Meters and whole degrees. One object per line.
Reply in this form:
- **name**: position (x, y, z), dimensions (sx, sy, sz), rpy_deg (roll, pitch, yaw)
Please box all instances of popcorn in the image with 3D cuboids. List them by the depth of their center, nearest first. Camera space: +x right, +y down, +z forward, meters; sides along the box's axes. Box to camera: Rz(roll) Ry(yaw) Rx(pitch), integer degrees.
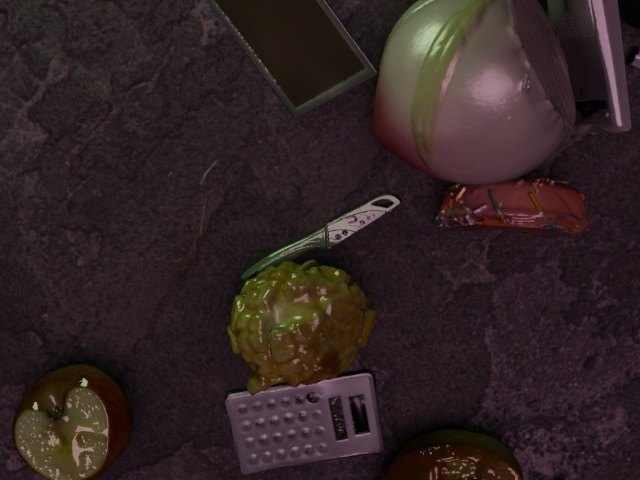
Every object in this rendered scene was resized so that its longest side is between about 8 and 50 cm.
- **popcorn**: position (-0.030, 0.139, 1.499), dimensions (0.235, 0.181, 0.217), rpy_deg (1, 99, -34)

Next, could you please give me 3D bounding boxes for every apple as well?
- **apple**: position (-0.401, 0.295, 1.545), dimensions (0.195, 0.160, 0.173), rpy_deg (-29, 109, 4)

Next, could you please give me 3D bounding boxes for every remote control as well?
- **remote control**: position (0.379, -0.306, 1.389), dimensions (0.055, 0.109, 0.313), rpy_deg (-24, 108, -39)

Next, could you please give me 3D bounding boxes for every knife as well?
- **knife**: position (0.000, -0.001, 1.549), dimensions (0.293, 0.020, 0.043), rpy_deg (-30, 103, 5)

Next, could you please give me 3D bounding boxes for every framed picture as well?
- **framed picture**: position (-0.055, -0.318, 1.387), dimensions (0.274, 0.217, 0.017), rpy_deg (54, 55, -15)

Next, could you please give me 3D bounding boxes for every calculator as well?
- **calculator**: position (-0.023, 0.313, 1.636), dimensions (0.261, 0.021, 0.161), rpy_deg (-10, 106, 1)

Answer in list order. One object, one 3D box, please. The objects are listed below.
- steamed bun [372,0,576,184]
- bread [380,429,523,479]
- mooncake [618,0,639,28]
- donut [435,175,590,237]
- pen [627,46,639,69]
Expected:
- **steamed bun**: position (0.196, -0.213, 1.368), dimensions (0.309, 0.309, 0.309), rpy_deg (-1, 106, -2)
- **bread**: position (0.227, 0.451, 1.601), dimensions (0.270, 0.148, 0.270), rpy_deg (2, 100, 11)
- **mooncake**: position (0.539, -0.448, 1.374), dimensions (0.306, 0.154, 0.306), rpy_deg (0, 105, 1)
- **donut**: position (0.301, -0.052, 1.459), dimensions (0.233, 0.199, 0.085), rpy_deg (4, 88, -5)
- **pen**: position (0.602, -0.233, 1.497), dimensions (0.269, 0.033, 0.033), rpy_deg (26, 103, -8)
